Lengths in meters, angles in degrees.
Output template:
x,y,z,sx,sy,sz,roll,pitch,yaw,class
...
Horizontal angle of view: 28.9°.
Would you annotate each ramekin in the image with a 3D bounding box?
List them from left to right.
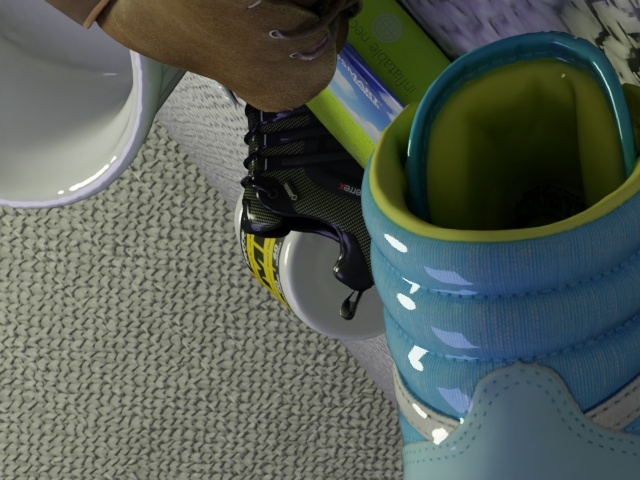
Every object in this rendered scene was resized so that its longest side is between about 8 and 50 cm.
x,y,z,sx,sy,sz,roll,pitch,yaw,class
-0.196,-0.168,0.766,0.277,0.135,0.277,15,132,18,ramekin

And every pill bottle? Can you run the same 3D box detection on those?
x,y,z,sx,sy,sz,roll,pitch,yaw,class
0.000,0.000,1.015,0.119,0.119,0.208,52,173,-19,pill bottle

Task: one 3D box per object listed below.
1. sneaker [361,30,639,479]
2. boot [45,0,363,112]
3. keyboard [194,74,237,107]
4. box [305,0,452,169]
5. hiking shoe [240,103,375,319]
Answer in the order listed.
x,y,z,sx,sy,sz,roll,pitch,yaw,class
0.103,0.020,0.491,0.319,0.127,0.208,-40,-57,-73,sneaker
-0.016,-0.118,0.460,0.115,0.112,0.305,36,168,-14,boot
-0.147,-0.219,1.240,0.072,0.014,0.256,46,174,31,keyboard
0.025,-0.086,0.654,0.109,0.042,0.178,48,173,6,box
-0.020,-0.060,0.804,0.227,0.114,0.086,48,174,15,hiking shoe
